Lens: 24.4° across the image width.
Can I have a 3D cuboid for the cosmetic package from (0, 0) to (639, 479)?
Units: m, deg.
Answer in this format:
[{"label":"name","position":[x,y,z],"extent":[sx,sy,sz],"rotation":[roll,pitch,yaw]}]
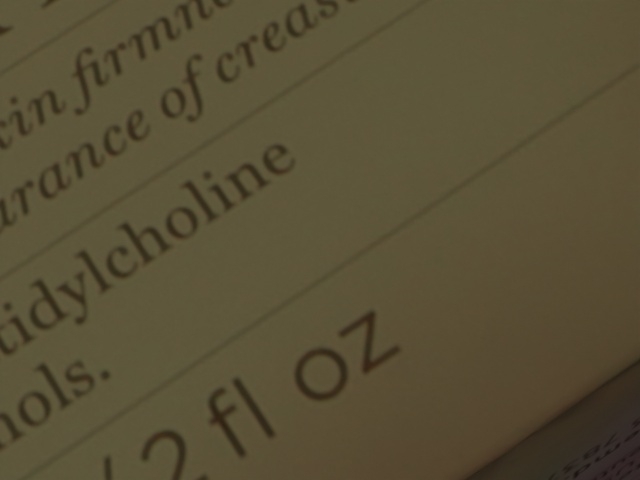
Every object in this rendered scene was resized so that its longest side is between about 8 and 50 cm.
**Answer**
[{"label":"cosmetic package","position":[-0.086,-0.011,0.540],"extent":[0.393,0.329,0.327],"rotation":[54,175,23]}]
